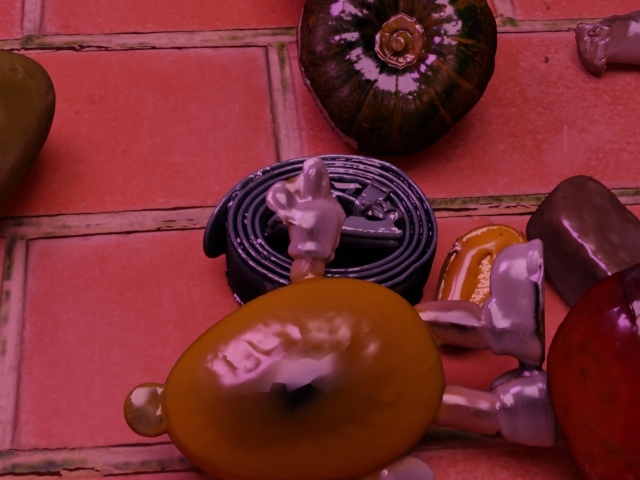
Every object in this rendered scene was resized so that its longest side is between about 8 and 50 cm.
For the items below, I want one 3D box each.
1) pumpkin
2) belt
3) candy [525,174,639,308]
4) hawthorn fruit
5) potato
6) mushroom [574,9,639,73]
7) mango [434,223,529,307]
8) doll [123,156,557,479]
[{"bbox_3d":[0.100,-0.237,1.637,0.260,0.189,0.260,-1,85,8],"label":"pumpkin"},{"bbox_3d":[0.000,0.000,1.474,0.267,0.116,0.206,-3,54,-8],"label":"belt"},{"bbox_3d":[0.332,0.034,1.469,0.102,0.104,0.234,-21,53,-25],"label":"candy"},{"bbox_3d":[0.356,0.172,1.229,0.265,0.265,0.307,-5,65,-7],"label":"hawthorn fruit"},{"bbox_3d":[-0.442,-0.107,1.493,0.216,0.216,0.304,30,45,22],"label":"potato"},{"bbox_3d":[0.463,-0.281,1.757,0.225,0.093,0.116,5,70,-5],"label":"mushroom"},{"bbox_3d":[0.183,0.051,1.474,0.101,0.066,0.187,28,58,10],"label":"mango"},{"bbox_3d":[0.052,0.114,1.324,0.423,0.161,0.348,22,76,-2],"label":"doll"}]
